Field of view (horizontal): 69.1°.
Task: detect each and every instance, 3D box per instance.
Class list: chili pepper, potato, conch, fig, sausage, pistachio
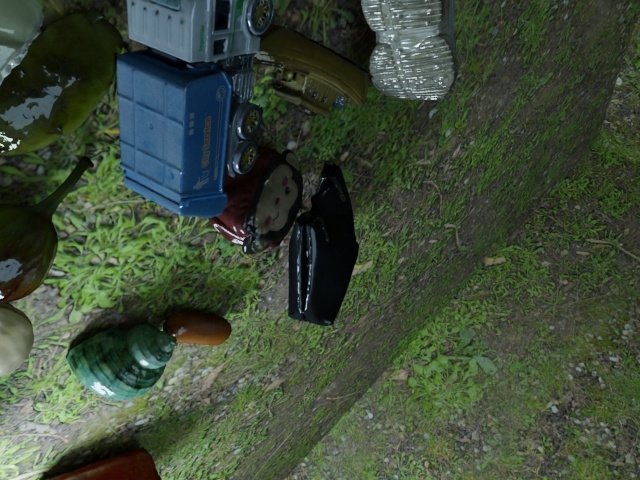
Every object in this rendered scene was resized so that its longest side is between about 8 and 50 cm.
[{"bbox_3d":[-0.573,0.670,1.146,0.306,0.229,0.251,10,119,-43],"label":"chili pepper"},{"bbox_3d":[-0.339,-0.196,0.577,0.225,0.090,0.117,-48,143,-14],"label":"potato"},{"bbox_3d":[-0.396,0.244,0.960,0.188,0.122,0.175,-37,123,-26],"label":"conch"},{"bbox_3d":[-0.406,-0.025,0.656,0.245,0.149,0.149,-53,151,-15],"label":"fig"},{"bbox_3d":[-0.289,0.207,1.096,0.076,0.076,0.198,-53,148,7],"label":"sausage"},{"bbox_3d":[-0.514,0.125,0.679,0.145,0.117,0.200,-27,140,-6],"label":"pistachio"}]

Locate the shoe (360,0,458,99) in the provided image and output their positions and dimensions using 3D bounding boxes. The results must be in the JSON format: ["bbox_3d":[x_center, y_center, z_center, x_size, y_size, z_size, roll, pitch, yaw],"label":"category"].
[{"bbox_3d":[0.191,-0.430,0.885,0.351,0.172,0.197,63,40,-64],"label":"shoe"}]

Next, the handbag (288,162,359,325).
[{"bbox_3d":[0.000,0.000,1.091,0.342,0.152,0.287,-69,162,-50],"label":"handbag"}]

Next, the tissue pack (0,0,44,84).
[{"bbox_3d":[-0.409,-0.233,0.253,0.207,0.297,0.380,-50,148,-3],"label":"tissue pack"}]

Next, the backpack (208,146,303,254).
[{"bbox_3d":[-0.120,-0.075,0.948,0.229,0.139,0.229,-46,147,-42],"label":"backpack"}]

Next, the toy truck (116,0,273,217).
[{"bbox_3d":[-0.182,-0.203,0.671,0.175,0.146,0.366,-44,154,-51],"label":"toy truck"}]

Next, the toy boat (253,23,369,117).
[{"bbox_3d":[-0.023,-0.296,0.855,0.321,0.089,0.121,-1,117,-54],"label":"toy boat"}]
